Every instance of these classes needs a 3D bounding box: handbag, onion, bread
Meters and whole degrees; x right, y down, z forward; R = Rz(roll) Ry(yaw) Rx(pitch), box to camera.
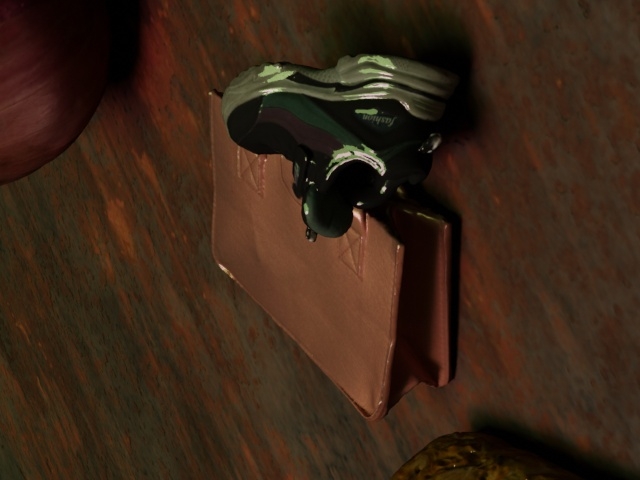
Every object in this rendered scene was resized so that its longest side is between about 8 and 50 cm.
[{"bbox_3d":[0.000,0.000,1.033,0.212,0.059,0.157,41,144,41],"label":"handbag"},{"bbox_3d":[-0.313,-0.187,1.226,0.353,0.354,0.353,41,143,41],"label":"onion"},{"bbox_3d":[0.111,0.179,0.919,0.211,0.114,0.083,16,140,56],"label":"bread"}]

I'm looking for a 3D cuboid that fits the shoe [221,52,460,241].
[{"bbox_3d":[0.005,-0.049,0.916,0.169,0.071,0.099,-5,77,45],"label":"shoe"}]
